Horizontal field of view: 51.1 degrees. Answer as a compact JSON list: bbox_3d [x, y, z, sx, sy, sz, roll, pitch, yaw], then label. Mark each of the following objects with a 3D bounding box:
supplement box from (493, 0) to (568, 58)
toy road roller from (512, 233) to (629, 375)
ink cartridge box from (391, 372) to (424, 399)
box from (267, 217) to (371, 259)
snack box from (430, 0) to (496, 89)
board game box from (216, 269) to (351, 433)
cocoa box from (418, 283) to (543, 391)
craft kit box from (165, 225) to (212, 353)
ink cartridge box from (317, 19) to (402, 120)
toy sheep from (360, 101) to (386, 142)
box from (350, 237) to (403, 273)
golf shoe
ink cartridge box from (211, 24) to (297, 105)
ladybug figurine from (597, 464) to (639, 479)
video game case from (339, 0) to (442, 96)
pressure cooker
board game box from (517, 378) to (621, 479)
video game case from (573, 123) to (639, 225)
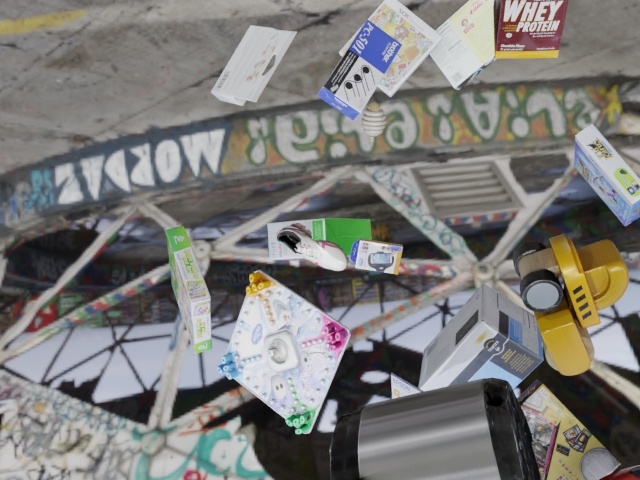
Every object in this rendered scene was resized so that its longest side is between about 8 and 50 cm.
[{"bbox_3d":[0.430,-0.511,1.377,0.129,0.191,0.194,2,142,10],"label":"supplement box"},{"bbox_3d":[0.625,0.138,1.621,0.241,0.329,0.202,-20,-157,18],"label":"toy road roller"},{"bbox_3d":[0.322,0.539,1.768,0.071,0.330,0.324,-19,-154,-35],"label":"ink cartridge box"},{"bbox_3d":[0.000,0.000,2.149,0.231,0.126,0.262,-3,178,37],"label":"box"},{"bbox_3d":[0.490,-0.637,2.044,0.322,0.187,0.060,-38,169,28],"label":"snack box"},{"bbox_3d":[-0.131,0.350,2.098,0.390,0.390,0.050,31,-159,27],"label":"board game box"},{"bbox_3d":[0.507,0.363,2.131,0.347,0.228,0.231,-56,-176,30],"label":"cocoa box"},{"bbox_3d":[-0.349,0.133,1.786,0.061,0.250,0.246,-13,142,-21],"label":"craft kit box"},{"bbox_3d":[0.087,-0.369,1.447,0.097,0.207,0.046,33,158,-8],"label":"ink cartridge box"},{"bbox_3d":[0.171,-0.381,2.157,0.091,0.132,0.091,-2,-157,1],"label":"toy sheep"},{"bbox_3d":[0.152,0.042,1.835,0.136,0.081,0.028,8,-165,-3],"label":"box"},{"bbox_3d":[-0.022,0.026,1.606,0.186,0.067,0.086,29,-151,21],"label":"golf shoe"},{"bbox_3d":[-0.205,-0.567,2.187,0.239,0.275,0.060,23,170,40],"label":"ink cartridge box"},{"bbox_3d":[0.646,0.519,1.198,0.449,0.162,0.305,-12,-150,16],"label":"ladybug figurine"},{"bbox_3d":[0.203,-0.569,1.957,0.227,0.206,0.026,-48,169,4],"label":"video game case"},{"bbox_3d":[0.198,0.472,1.265,0.420,0.369,0.375,-16,-152,16],"label":"pressure cooker"},{"bbox_3d":[0.493,0.441,1.429,0.165,0.243,0.042,-44,-178,0],"label":"board game box"},{"bbox_3d":[0.815,-0.178,1.893,0.061,0.244,0.269,-34,159,10],"label":"video game case"}]
